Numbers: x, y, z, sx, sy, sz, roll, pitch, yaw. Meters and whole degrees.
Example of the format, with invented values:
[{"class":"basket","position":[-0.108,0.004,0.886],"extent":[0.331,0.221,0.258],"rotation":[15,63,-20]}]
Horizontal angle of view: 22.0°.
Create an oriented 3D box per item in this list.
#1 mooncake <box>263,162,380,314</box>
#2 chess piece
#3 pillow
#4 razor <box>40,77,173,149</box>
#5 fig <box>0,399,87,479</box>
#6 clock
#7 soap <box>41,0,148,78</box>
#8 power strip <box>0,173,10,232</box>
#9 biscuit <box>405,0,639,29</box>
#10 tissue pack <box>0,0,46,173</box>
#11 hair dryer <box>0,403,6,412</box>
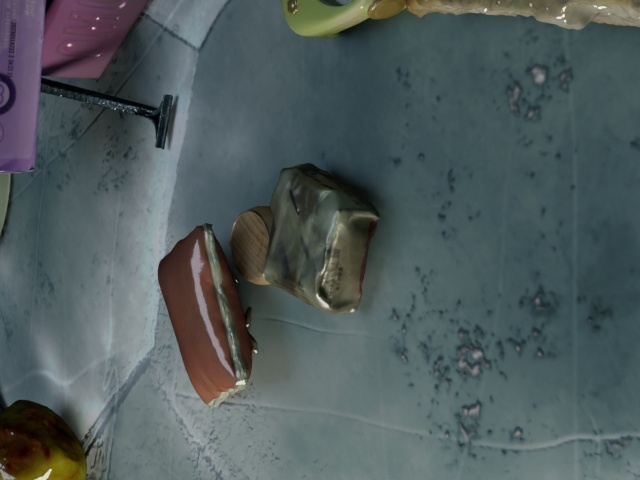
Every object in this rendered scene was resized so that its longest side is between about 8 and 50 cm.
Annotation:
[{"class":"mooncake","position":[0.000,0.000,1.631],"extent":[0.125,0.073,0.130],"rotation":[36,118,49]},{"class":"chess piece","position":[-0.061,0.005,1.739],"extent":[0.084,0.038,0.083],"rotation":[6,98,50]},{"class":"pillow","position":[-0.118,0.083,1.773],"extent":[0.171,0.075,0.179],"rotation":[143,112,-67]},{"class":"razor","position":[-0.256,-0.161,1.941],"extent":[0.190,0.033,0.066],"rotation":[16,106,20]},{"class":"fig","position":[-0.363,0.288,2.056],"extent":[0.154,0.144,0.165],"rotation":[9,120,38]},{"class":"clock","position":[0.050,-0.287,1.562],"extent":[0.232,0.069,0.170],"rotation":[-4,88,51]},{"class":"soap","position":[-0.278,-0.277,1.941],"extent":[0.203,0.122,0.065],"rotation":[-49,54,43]},{"class":"power strip","position":[-0.570,-0.111,2.294],"extent":[0.357,0.161,0.357],"rotation":[0,90,52]},{"class":"biscuit","position":[0.245,-0.355,1.276],"extent":[0.429,0.104,0.446],"rotation":[26,111,48]},{"class":"tissue pack","position":[-0.446,-0.251,1.866],"extent":[0.160,0.242,0.338],"rotation":[16,102,55]},{"class":"hair dryer","position":[-0.554,0.168,2.330],"extent":[0.352,0.189,0.107],"rotation":[30,110,23]}]
